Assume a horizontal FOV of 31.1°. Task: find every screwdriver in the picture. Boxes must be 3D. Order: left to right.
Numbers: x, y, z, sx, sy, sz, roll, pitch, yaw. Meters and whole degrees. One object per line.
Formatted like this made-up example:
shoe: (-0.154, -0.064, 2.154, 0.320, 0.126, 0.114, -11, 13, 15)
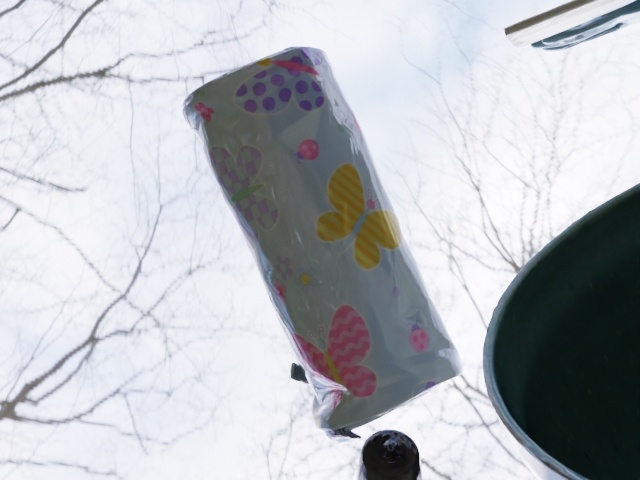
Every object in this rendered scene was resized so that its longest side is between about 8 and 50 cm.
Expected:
screwdriver: (0.024, 0.124, 0.422, 0.024, 0.025, 0.170, -2, -42, 0)

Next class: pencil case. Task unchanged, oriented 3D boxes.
pencil case: (0.000, 0.000, 0.818, 0.113, 0.124, 0.273, -21, -93, -31)

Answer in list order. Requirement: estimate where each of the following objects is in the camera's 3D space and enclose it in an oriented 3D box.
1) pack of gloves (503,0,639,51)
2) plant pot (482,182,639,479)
pack of gloves: (0.238, -0.190, 0.773, 0.232, 0.195, 0.046, -21, -93, 17)
plant pot: (0.234, 0.094, 0.469, 0.293, 0.293, 0.196, -21, -68, 1)
